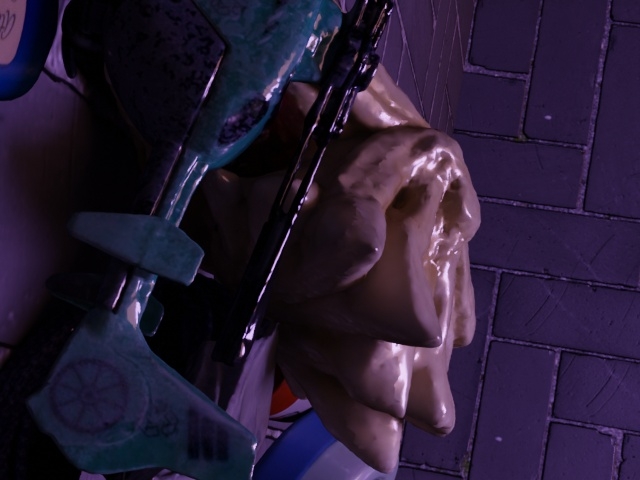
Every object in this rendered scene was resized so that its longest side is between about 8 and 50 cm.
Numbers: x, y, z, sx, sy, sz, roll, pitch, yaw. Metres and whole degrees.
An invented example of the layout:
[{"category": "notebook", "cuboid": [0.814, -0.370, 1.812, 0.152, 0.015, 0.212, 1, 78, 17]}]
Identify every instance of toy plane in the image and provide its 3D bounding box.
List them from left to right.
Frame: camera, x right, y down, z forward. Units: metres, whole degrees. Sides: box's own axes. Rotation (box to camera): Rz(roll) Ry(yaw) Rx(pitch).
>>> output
[{"category": "toy plane", "cuboid": [-0.049, -0.079, 0.522, 0.106, 0.155, 0.381, 131, -21, -64]}]

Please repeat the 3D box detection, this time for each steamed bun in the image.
[{"category": "steamed bun", "cuboid": [0.000, 0.000, 0.707, 0.189, 0.247, 0.428, -59, 143, -32]}]

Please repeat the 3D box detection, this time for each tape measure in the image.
[{"category": "tape measure", "cuboid": [-0.050, 0.278, 0.995, 0.351, 0.098, 0.215, -25, 141, -60]}]

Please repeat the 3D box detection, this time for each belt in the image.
[{"category": "belt", "cuboid": [-0.106, 0.124, 0.620, 0.230, 0.140, 0.126, -68, 162, -55]}]

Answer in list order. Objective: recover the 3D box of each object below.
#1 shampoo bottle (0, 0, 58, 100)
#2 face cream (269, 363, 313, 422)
[{"category": "shampoo bottle", "cuboid": [-0.159, -0.096, 0.427, 0.183, 0.050, 0.087, -29, 130, -76]}, {"category": "face cream", "cuboid": [-0.049, 0.111, 1.000, 0.214, 0.096, 0.095, 47, 53, -75]}]
